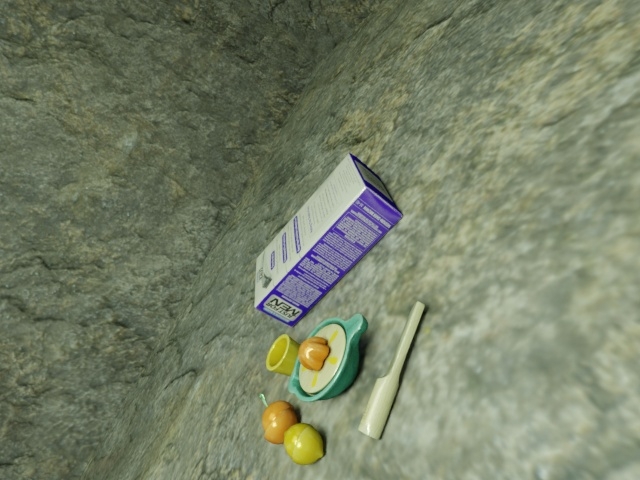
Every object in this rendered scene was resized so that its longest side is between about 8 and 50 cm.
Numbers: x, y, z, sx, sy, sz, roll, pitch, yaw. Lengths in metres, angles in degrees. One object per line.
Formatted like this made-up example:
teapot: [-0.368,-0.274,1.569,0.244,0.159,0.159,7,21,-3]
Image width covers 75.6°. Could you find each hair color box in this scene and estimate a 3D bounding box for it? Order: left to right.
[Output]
hair color box: [0.000,0.000,0.872,0.339,0.110,0.185,-45,26,19]

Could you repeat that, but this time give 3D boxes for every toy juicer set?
toy juicer set: [-0.001,0.210,0.609,0.329,0.089,0.209,-32,32,44]
